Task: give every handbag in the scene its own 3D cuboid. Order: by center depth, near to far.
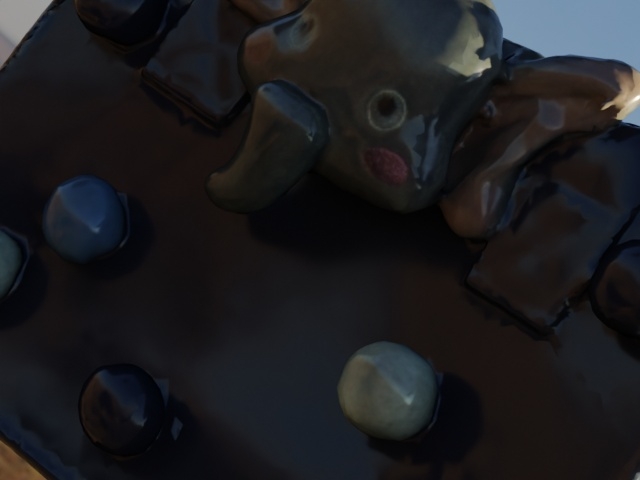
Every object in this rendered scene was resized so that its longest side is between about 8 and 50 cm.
[{"bbox_3d":[0.000,0.000,0.628,0.325,0.269,0.118,32,0,28],"label":"handbag"}]
